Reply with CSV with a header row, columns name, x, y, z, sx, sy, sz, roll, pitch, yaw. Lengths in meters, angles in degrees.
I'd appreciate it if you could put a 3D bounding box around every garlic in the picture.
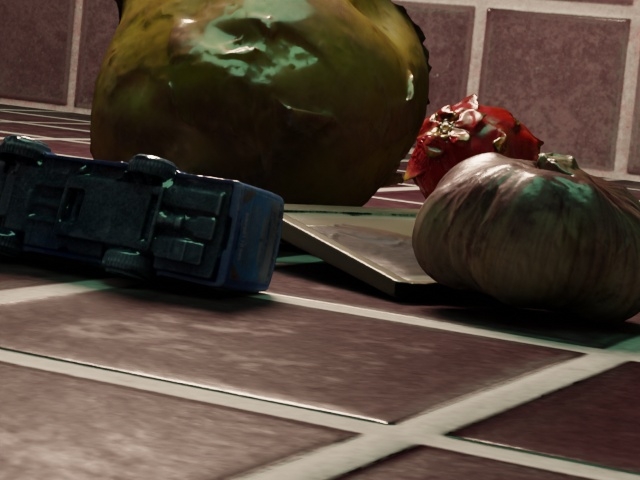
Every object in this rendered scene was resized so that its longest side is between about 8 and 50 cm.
name,x,y,z,sx,sy,sz,roll,pitch,yaw
garlic,0.145,-0.007,1.106,0.159,0.102,0.147,16,11,17

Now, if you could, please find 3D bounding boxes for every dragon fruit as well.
name,x,y,z,sx,sy,sz,roll,pitch,yaw
dragon fruit,0.159,-0.070,1.683,0.166,0.136,0.133,16,3,-25

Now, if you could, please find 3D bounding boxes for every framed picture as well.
name,x,y,z,sx,sy,sz,roll,pitch,yaw
framed picture,0.106,0.010,1.252,0.265,0.018,0.192,2,16,-36

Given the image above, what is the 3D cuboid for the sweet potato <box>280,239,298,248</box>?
name,x,y,z,sx,sy,sz,roll,pitch,yaw
sweet potato,0.000,0.000,1.333,0.115,0.026,0.026,7,5,41

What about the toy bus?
name,x,y,z,sx,sy,sz,roll,pitch,yaw
toy bus,-0.140,-0.014,1.111,0.236,0.079,0.094,9,-9,31

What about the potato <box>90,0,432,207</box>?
name,x,y,z,sx,sy,sz,roll,pitch,yaw
potato,-0.043,-0.107,1.422,0.289,0.301,0.237,-30,22,6
